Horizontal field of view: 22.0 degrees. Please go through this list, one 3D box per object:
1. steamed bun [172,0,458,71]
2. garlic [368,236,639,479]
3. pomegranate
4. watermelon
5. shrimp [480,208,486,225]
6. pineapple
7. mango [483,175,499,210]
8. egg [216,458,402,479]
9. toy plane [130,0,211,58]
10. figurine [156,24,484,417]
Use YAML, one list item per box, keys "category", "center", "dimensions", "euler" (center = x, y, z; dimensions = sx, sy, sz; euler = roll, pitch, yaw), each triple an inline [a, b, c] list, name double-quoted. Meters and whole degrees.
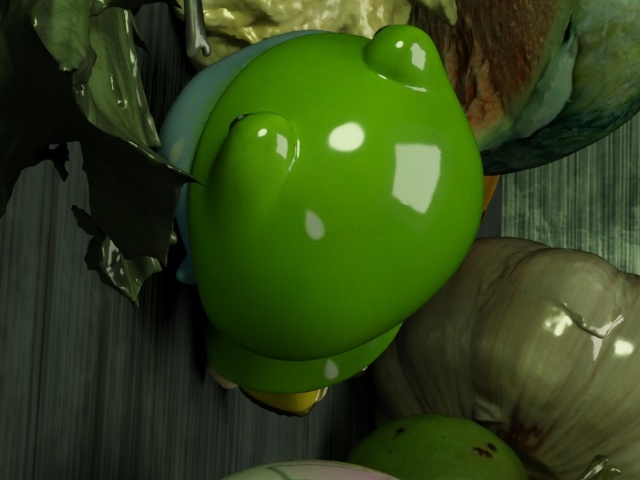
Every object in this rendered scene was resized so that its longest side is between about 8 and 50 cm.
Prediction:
- category: "steamed bun"
  center: [0.013, -0.205, 0.901]
  dimensions: [0.295, 0.137, 0.292]
  euler: [-66, 153, -60]
- category: "garlic"
  center: [0.187, 0.126, 1.374]
  dimensions: [0.322, 0.322, 0.241]
  euler: [78, 11, -48]
- category: "pomegranate"
  center: [0.117, 0.215, 1.223]
  dimensions: [0.181, 0.224, 0.181]
  euler: [-6, 90, -73]
- category: "watermelon"
  center: [0.129, -0.142, 0.969]
  dimensions: [0.224, 0.180, 0.305]
  euler: [-37, 162, -43]
- category: "shrimp"
  center: [0.094, -0.087, 1.366]
  dimensions: [0.052, 0.132, 0.187]
  euler: [-32, 112, -44]
- category: "pineapple"
  center: [-0.074, -0.123, 0.531]
  dimensions: [0.130, 0.119, 0.277]
  euler: [-30, -136, 49]
- category: "mango"
  center: [0.074, -0.076, 1.244]
  dimensions: [0.252, 0.126, 0.154]
  euler: [90, -13, -54]
- category: "egg"
  center: [-0.003, 0.183, 0.664]
  dimensions: [0.271, 0.196, 0.196]
  euler: [-39, 129, -68]
- category: "toy plane"
  center: [-0.074, -0.142, 0.638]
  dimensions: [0.037, 0.060, 0.145]
  euler: [20, 69, -78]
- category: "figurine"
  center: [0.000, 0.000, 0.820]
  dimensions: [0.143, 0.162, 0.263]
  euler: [50, -22, 26]
